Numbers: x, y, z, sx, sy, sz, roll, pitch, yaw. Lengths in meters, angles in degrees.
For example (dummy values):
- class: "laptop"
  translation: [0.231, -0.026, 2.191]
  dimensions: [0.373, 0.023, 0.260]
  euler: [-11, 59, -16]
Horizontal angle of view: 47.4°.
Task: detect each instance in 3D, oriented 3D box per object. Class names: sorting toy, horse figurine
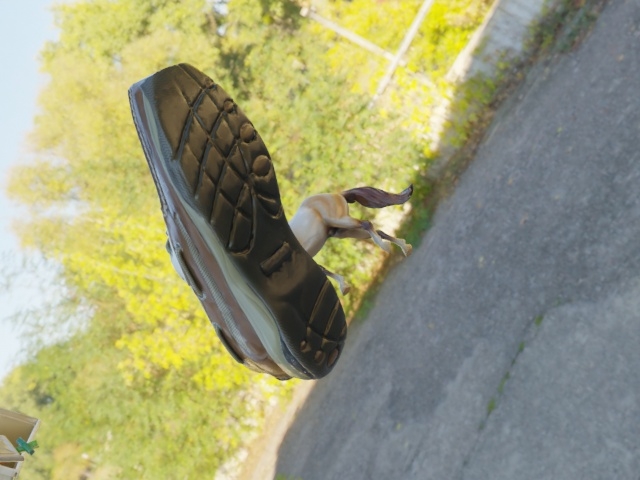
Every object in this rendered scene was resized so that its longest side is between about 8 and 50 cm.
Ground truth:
- class: "sorting toy"
  translation: [-0.256, 0.165, 0.570]
  dimensions: [0.062, 0.083, 0.012]
  euler: [6, 85, 50]
- class: "horse figurine"
  translation: [0.000, 0.000, 0.914]
  dimensions: [0.263, 0.174, 0.066]
  euler: [-38, -35, -28]

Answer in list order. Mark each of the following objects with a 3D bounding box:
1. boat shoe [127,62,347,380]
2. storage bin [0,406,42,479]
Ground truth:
- class: "boat shoe"
  translation: [-0.097, -0.001, 0.696]
  dimensions: [0.119, 0.324, 0.122]
  euler: [-19, 11, 38]
- class: "storage bin"
  translation: [-0.557, 0.303, 1.028]
  dimensions: [0.123, 0.260, 0.262]
  euler: [-69, 14, -4]
